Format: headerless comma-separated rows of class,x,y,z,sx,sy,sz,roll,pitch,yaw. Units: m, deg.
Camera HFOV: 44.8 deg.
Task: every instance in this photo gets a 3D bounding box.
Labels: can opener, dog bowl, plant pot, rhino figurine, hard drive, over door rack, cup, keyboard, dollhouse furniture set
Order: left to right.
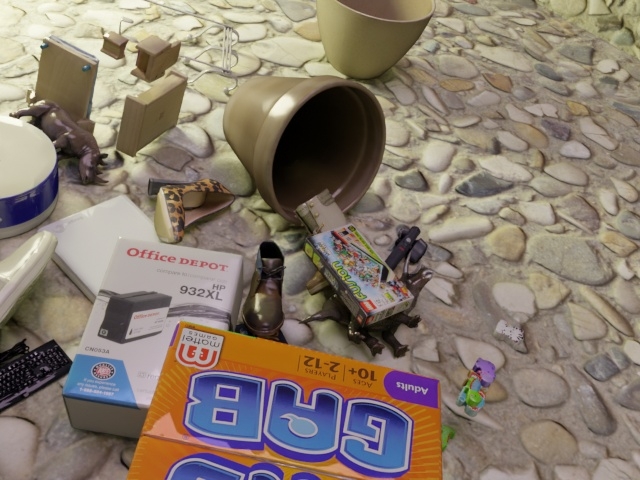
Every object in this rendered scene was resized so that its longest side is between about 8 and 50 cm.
dog bowl,-0.652,-0.129,1.524,0.264,0.104,0.265,10,43,-9
keyboard,-0.507,0.215,1.263,0.100,0.038,0.192,39,46,22
rhino figurine,-0.538,-0.207,1.654,0.243,0.073,0.106,42,58,5
dollhouse furniture set,-0.474,-0.380,1.722,0.303,0.286,0.198,26,35,5
hard drive,-0.367,0.046,1.483,0.307,0.040,0.203,41,47,23
over door rack,-0.366,-0.517,2.002,0.324,0.108,0.239,23,39,-25
plant pot,-0.063,-0.230,1.712,0.323,0.323,0.280,-20,36,-33
cup,0.126,-0.595,2.170,0.331,0.237,0.331,10,43,-9
can opener,0.169,0.030,1.661,0.073,0.059,0.186,33,44,16

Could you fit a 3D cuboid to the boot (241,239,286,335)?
boot,-0.104,0.085,1.434,0.082,0.106,0.219,1,24,-4

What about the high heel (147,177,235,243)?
high heel,-0.240,-0.059,1.562,0.186,0.093,0.261,5,27,-22

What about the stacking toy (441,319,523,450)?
stacking toy,0.280,0.262,1.377,0.052,0.167,0.221,29,43,13

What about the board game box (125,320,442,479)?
board game box,-0.069,0.382,0.994,0.356,0.356,0.356,13,42,-4

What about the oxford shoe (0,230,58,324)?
oxford shoe,-0.575,0.123,1.235,0.130,0.169,0.449,37,47,-8

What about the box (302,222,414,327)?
box,0.069,0.062,1.465,0.114,0.036,0.207,-19,55,-31

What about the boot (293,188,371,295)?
boot,0.000,0.000,1.572,0.165,0.077,0.213,54,43,-8

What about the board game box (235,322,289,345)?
board game box,-0.111,0.251,1.351,0.165,0.042,0.243,-11,49,-27

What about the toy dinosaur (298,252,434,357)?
toy dinosaur,0.089,0.142,1.503,0.313,0.121,0.160,-12,38,-21

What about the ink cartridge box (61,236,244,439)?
ink cartridge box,-0.261,0.161,1.277,0.223,0.129,0.307,9,51,0
